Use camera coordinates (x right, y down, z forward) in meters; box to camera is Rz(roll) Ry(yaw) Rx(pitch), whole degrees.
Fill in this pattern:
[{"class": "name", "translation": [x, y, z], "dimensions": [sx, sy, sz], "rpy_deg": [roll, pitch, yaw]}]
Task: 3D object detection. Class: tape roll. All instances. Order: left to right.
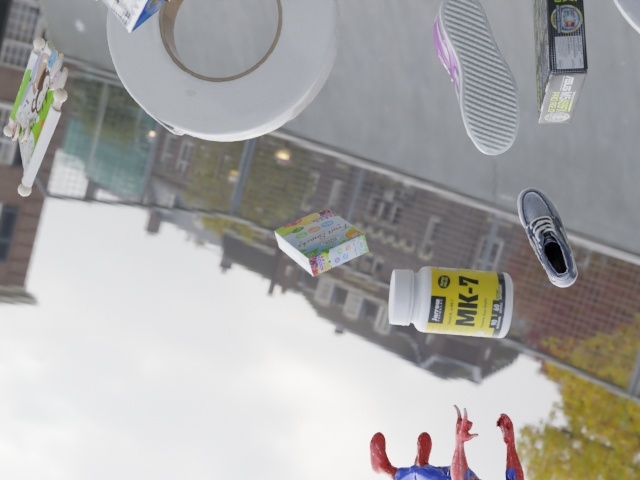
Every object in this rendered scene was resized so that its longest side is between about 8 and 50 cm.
[{"class": "tape roll", "translation": [-0.161, -0.358, 1.735], "dimensions": [0.392, 0.392, 0.072], "rpy_deg": [17, 180, 8]}]

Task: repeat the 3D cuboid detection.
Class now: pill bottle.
[{"class": "pill bottle", "translation": [0.230, 0.108, 1.863], "dimensions": [0.208, 0.119, 0.119], "rpy_deg": [4, -170, -1]}]

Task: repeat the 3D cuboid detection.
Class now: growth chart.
[{"class": "growth chart", "translation": [-0.354, -0.164, 1.300], "dimensions": [0.021, 0.172, 0.237], "rpy_deg": [13, -157, -27]}]

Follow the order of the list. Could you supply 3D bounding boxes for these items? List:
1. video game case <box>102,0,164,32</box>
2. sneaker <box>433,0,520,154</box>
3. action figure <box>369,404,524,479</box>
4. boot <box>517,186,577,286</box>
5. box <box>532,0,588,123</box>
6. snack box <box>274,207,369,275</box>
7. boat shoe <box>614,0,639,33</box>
[{"class": "video game case", "translation": [-0.285, -0.404, 1.325], "dimensions": [0.244, 0.061, 0.269], "rpy_deg": [50, 166, -10]}, {"class": "sneaker", "translation": [0.267, -0.286, 1.813], "dimensions": [0.102, 0.282, 0.161], "rpy_deg": [-14, -177, -4]}, {"class": "action figure", "translation": [0.139, 0.213, 1.053], "dimensions": [0.091, 0.139, 0.280], "rpy_deg": [2, -174, -20]}, {"class": "boot", "translation": [0.390, -0.015, 1.790], "dimensions": [0.069, 0.190, 0.086], "rpy_deg": [-26, 161, 9]}, {"class": "box", "translation": [0.396, -0.359, 1.739], "dimensions": [0.060, 0.270, 0.216], "rpy_deg": [-1, 164, 7]}, {"class": "snack box", "translation": [0.000, 0.000, 1.654], "dimensions": [0.100, 0.037, 0.141], "rpy_deg": [-25, -152, -15]}, {"class": "boat shoe", "translation": [0.410, -0.199, 1.038], "dimensions": [0.267, 0.096, 0.088], "rpy_deg": [28, 178, 13]}]
